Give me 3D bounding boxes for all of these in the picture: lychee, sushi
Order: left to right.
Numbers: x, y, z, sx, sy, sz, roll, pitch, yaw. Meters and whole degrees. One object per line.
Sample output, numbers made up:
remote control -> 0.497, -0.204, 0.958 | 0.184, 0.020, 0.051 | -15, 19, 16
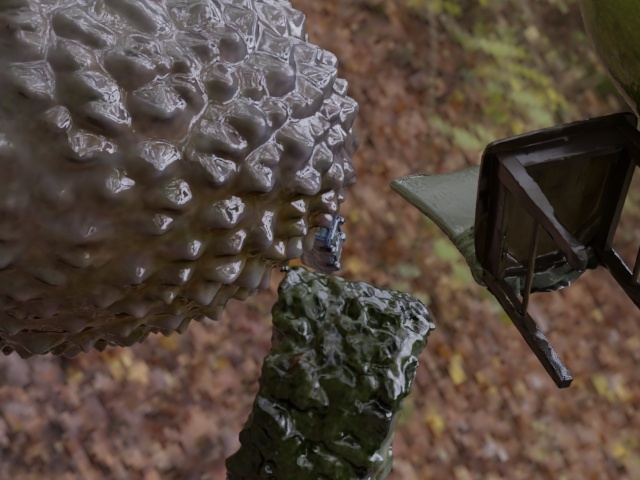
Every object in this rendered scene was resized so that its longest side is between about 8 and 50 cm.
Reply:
lychee -> -0.185, -0.088, 1.271 | 0.432, 0.380, 0.380 | 15, 34, -6
sushi -> 0.008, 0.184, 1.899 | 0.178, 0.294, 0.352 | 17, -1, 4

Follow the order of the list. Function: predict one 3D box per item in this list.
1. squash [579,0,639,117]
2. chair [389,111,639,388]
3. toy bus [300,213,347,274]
squash -> 0.374, -0.164, 1.510 | 0.234, 0.210, 0.309 | 15, 40, -53
chair -> 0.203, -0.036, 1.554 | 0.319, 0.160, 0.186 | -123, -154, -43
toy bus -> 0.000, 0.000, 2.152 | 0.153, 0.061, 0.051 | 76, 30, -72
